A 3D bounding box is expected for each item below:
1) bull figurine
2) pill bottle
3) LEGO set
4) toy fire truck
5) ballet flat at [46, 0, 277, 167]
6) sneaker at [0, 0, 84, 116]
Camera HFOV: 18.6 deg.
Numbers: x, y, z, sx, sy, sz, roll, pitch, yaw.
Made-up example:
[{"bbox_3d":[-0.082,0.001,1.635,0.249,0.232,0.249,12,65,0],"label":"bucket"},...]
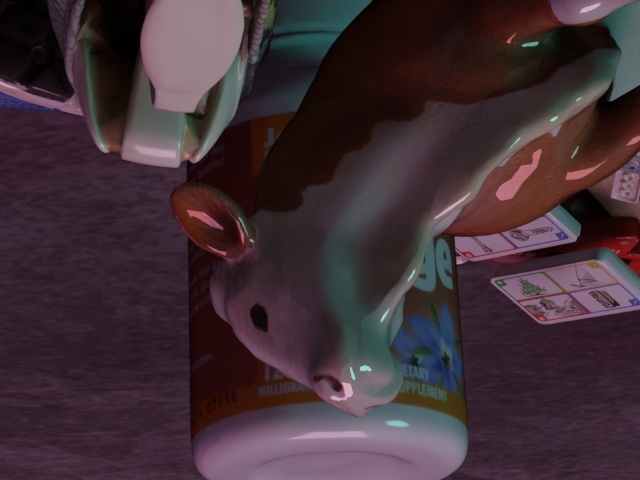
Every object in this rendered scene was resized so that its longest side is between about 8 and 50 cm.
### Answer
[{"bbox_3d":[0.079,-0.066,0.680,0.188,0.310,0.101,-17,115,35],"label":"bull figurine"},{"bbox_3d":[0.000,0.000,0.878,0.121,0.216,0.121,-3,159,-1],"label":"pill bottle"},{"bbox_3d":[0.154,-0.037,0.966,0.244,0.060,0.182,-13,138,45],"label":"LEGO set"},{"bbox_3d":[0.157,-0.026,1.062,0.192,0.047,0.135,5,156,-14],"label":"toy fire truck"},{"bbox_3d":[-0.046,-0.070,0.596,0.077,0.079,0.221,2,161,-8],"label":"ballet flat"},{"bbox_3d":[-0.181,-0.112,0.737,0.330,0.129,0.147,13,166,-19],"label":"sneaker"}]
